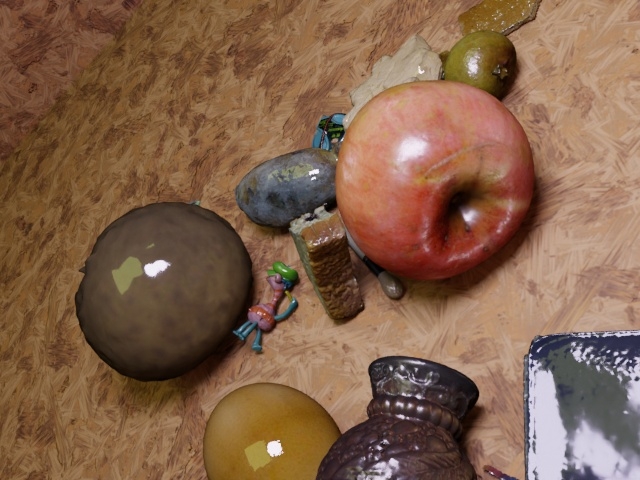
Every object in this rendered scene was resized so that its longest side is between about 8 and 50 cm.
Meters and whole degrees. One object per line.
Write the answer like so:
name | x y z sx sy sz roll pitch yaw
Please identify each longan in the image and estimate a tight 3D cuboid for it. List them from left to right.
longan | -0.374 0.115 1.441 0.436 0.404 0.404 -48 45 3
longan | 0.340 -0.359 1.282 0.176 0.145 0.154 -149 56 -60

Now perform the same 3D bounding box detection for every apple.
apple | 0.195 -0.121 1.133 0.364 0.364 0.363 -20 54 31

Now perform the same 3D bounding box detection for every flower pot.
flower pot | 0.139 0.345 0.989 0.267 0.266 0.267 -9 49 37

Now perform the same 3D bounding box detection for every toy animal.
toy animal | -0.115 0.155 1.426 0.103 0.100 0.208 26 75 23

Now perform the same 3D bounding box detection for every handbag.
handbag | 0.456 0.279 0.836 0.329 0.122 0.303 -11 55 35

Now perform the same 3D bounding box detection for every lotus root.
lotus root | -0.059 -0.131 1.475 0.350 0.175 0.175 -20 54 30

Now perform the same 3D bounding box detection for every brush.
brush | 0.099 0.030 1.353 0.042 0.039 0.299 -44 42 7

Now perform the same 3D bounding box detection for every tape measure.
tape measure | 0.040 -0.254 1.529 0.125 0.081 0.146 3 69 45

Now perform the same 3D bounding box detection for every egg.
egg | -0.091 0.396 1.147 0.250 0.250 0.322 -58 37 -2

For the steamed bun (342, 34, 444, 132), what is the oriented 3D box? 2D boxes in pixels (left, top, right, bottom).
steamed bun | 0.180 -0.317 1.390 0.295 0.137 0.292 1 64 63

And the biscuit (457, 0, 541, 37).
biscuit | 0.431 -0.527 1.390 0.237 0.026 0.131 -26 53 26

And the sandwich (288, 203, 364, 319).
sandwich | -0.005 0.002 1.281 0.100 0.288 0.254 -20 53 -2

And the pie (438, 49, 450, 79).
pie | 0.282 -0.415 1.457 0.084 0.020 0.084 -20 54 31

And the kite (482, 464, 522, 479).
kite | 0.346 0.422 0.926 0.245 0.015 0.141 10 71 42

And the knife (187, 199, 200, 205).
knife | -0.404 -0.043 1.830 0.078 0.023 0.166 -17 55 39
